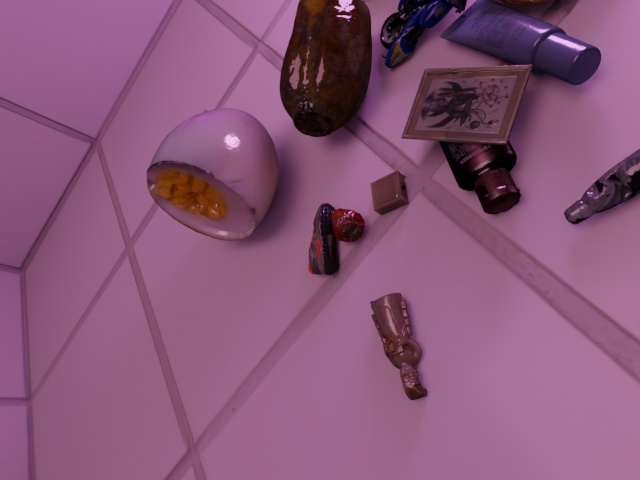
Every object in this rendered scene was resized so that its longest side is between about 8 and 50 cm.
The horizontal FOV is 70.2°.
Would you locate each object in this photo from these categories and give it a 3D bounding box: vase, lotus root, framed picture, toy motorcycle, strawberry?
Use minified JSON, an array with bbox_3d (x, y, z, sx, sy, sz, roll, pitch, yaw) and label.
[{"bbox_3d":[0.499,-0.098,0.743,0.211,0.059,0.060,-42,50,24],"label":"vase"},{"bbox_3d":[0.017,-0.453,1.211,0.250,0.250,0.347,0,73,43],"label":"lotus root"},{"bbox_3d":[0.291,-0.278,0.927,0.231,0.010,0.173,13,80,39],"label":"framed picture"},{"bbox_3d":[0.258,-0.567,1.111,0.315,0.113,0.169,-41,53,43],"label":"toy motorcycle"},{"bbox_3d":[0.062,-0.042,1.118,0.083,0.083,0.096,-44,41,22],"label":"strawberry"}]

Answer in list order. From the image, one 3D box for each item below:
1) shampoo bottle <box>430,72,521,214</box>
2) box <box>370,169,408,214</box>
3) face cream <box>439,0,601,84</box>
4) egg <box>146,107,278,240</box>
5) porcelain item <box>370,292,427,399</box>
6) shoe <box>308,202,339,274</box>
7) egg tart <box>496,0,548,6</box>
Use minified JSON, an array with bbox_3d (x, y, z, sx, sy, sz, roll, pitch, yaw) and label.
[{"bbox_3d":[0.315,-0.206,0.942,0.129,0.084,0.323,-32,56,27],"label":"shampoo bottle"},{"bbox_3d":[0.164,-0.114,1.079,0.083,0.035,0.080,-22,60,35],"label":"box"},{"bbox_3d":[0.403,-0.421,0.946,0.135,0.086,0.385,-42,43,10],"label":"face cream"},{"bbox_3d":[-0.283,-0.226,1.341,0.354,0.354,0.340,-9,48,40],"label":"egg"},{"bbox_3d":[0.162,0.218,0.938,0.084,0.054,0.213,-34,54,31],"label":"porcelain item"},{"bbox_3d":[0.000,-0.002,1.166,0.077,0.074,0.195,-20,63,42],"label":"shoe"},{"bbox_3d":[0.466,-0.624,0.926,0.296,0.132,0.297,-14,61,26],"label":"egg tart"}]
